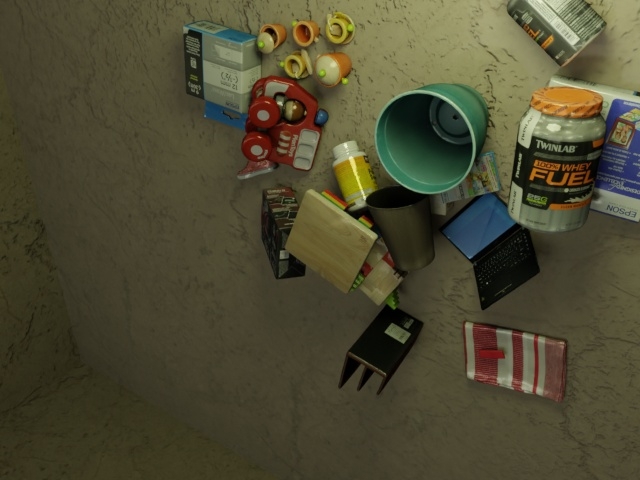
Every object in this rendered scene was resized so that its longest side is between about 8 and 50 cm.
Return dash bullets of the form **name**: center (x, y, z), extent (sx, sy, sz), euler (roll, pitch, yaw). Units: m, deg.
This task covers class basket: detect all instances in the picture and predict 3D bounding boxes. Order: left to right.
- **basket**: center (0.255, -0.036, 1.746), extent (0.204, 0.154, 0.227), euler (6, 126, 40)

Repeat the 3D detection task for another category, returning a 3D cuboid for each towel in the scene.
- **towel**: center (0.629, 0.394, 1.910), extent (0.329, 0.037, 0.237), euler (8, 121, 33)

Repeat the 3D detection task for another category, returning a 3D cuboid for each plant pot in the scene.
- **plant pot**: center (0.322, -0.298, 1.547), extent (0.271, 0.255, 0.272), euler (19, 127, 27)

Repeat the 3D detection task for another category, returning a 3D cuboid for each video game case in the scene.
- **video game case**: center (0.419, -0.179, 1.664), extent (0.166, 0.015, 0.119), euler (-13, 115, 14)

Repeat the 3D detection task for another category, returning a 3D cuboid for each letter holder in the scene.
- **letter holder**: center (0.208, 0.407, 2.041), extent (0.152, 0.302, 0.214), euler (28, 131, 19)

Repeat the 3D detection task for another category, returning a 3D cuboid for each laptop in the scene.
- **laptop**: center (0.486, 0.026, 1.712), extent (0.136, 0.264, 0.234), euler (19, 139, -22)

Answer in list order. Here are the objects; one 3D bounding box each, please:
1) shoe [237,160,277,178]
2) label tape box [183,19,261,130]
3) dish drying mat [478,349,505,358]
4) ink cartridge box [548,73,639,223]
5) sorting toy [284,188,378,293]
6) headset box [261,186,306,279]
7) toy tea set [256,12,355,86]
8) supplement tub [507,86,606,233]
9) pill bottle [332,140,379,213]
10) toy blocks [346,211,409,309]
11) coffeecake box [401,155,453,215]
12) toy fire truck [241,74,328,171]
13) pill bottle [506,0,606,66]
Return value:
- **shoe**: center (-0.240, -0.278, 2.108), extent (0.178, 0.063, 0.081), euler (-10, 110, 34)
- **label tape box**: center (-0.332, -0.536, 1.976), extent (0.249, 0.115, 0.348), euler (24, 127, 23)
- **dish drying mat**: center (0.565, 0.375, 1.921), extent (0.083, 0.008, 0.032), euler (-8, 109, 39)
- **ink cartridge box**: center (0.690, -0.229, 1.456), extent (0.303, 0.072, 0.307), euler (21, 130, 23)
- **sorting toy**: center (0.043, -0.008, 1.824), extent (0.257, 0.089, 0.255), euler (36, 133, 14)
- **headset box**: center (-0.135, -0.039, 2.063), extent (0.293, 0.110, 0.218), euler (-117, 27, -51)
- **toy tea set**: center (-0.053, -0.564, 1.744), extent (0.336, 0.124, 0.200), euler (10, 122, 31)
- **supplement tub**: center (0.562, -0.192, 1.393), extent (0.193, 0.193, 0.316), euler (15, 125, 29)
- **pill bottle**: center (0.109, -0.200, 1.839), extent (0.117, 0.117, 0.215), euler (-24, 83, 43)
- **toy blocks**: center (0.177, 0.021, 1.934), extent (0.381, 0.191, 0.261), euler (42, 122, 7)
- **coffeecake box**: center (0.320, -0.180, 1.752), extent (0.142, 0.068, 0.186), euler (11, 123, 31)
- **toy fire truck**: center (-0.113, -0.377, 1.888), extent (0.253, 0.169, 0.302), euler (11, 129, -10)
- **pill bottle**: center (0.522, -0.532, 1.342), extent (0.246, 0.130, 0.130), euler (47, 134, 3)
